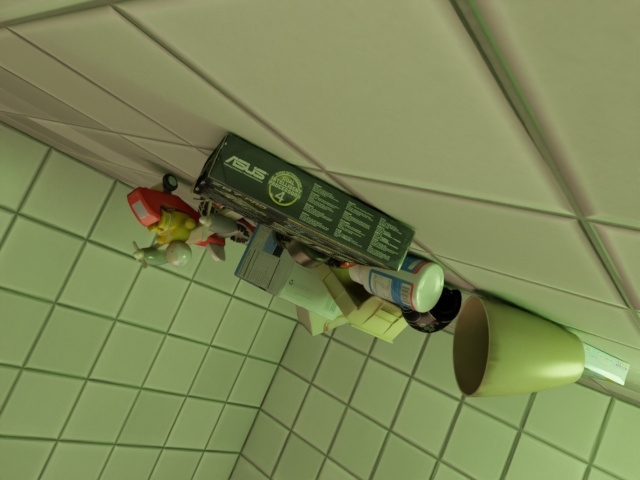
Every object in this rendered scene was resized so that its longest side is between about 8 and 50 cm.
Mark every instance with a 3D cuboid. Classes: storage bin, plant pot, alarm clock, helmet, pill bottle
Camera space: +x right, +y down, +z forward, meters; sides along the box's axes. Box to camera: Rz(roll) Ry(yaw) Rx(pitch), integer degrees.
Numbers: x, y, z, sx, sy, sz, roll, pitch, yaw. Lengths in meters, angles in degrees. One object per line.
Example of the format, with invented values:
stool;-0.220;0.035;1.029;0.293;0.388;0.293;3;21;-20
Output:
storage bin;0.134;0.164;1.611;0.260;0.123;0.262;31;-163;-42
plant pot;0.515;0.284;1.313;0.274;0.256;0.256;7;174;-3
alarm clock;-0.009;0.010;1.281;0.192;0.129;0.064;38;136;-28
helmet;0.312;0.184;1.484;0.169;0.169;0.161;26;156;-14
pill bottle;0.183;0.089;1.273;0.221;0.124;0.124;19;172;42

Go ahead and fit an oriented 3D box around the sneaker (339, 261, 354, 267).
sneaker;0.102;0.038;1.240;0.067;0.064;0.175;29;153;-18

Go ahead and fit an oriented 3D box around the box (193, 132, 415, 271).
box;-0.053;-0.061;1.042;0.395;0.097;0.318;26;175;-16

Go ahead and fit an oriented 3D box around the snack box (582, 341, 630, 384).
snack box;0.766;0.352;1.522;0.174;0.070;0.207;25;172;-10

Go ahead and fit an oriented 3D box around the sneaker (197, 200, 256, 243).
sneaker;-0.373;-0.070;2.056;0.279;0.107;0.118;31;-159;16

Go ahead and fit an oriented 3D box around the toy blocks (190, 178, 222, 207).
toy blocks;-0.306;-0.130;1.538;0.148;0.054;0.123;28;173;-30

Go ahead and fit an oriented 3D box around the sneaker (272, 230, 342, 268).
sneaker;0.000;0.000;1.452;0.267;0.101;0.106;21;-165;17

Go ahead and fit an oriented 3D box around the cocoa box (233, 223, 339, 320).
cocoa box;-0.076;0.099;1.766;0.228;0.231;0.347;20;172;38

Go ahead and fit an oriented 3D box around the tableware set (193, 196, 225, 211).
tableware set;-0.386;-0.127;1.896;0.128;0.039;0.194;21;173;21

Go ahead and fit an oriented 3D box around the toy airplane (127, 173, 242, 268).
toy airplane;-0.464;-0.014;1.770;0.384;0.272;0.386;6;141;-11

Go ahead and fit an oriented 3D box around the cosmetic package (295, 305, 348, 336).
cosmetic package;0.062;0.247;2.022;0.296;0.129;0.153;-17;-154;-20

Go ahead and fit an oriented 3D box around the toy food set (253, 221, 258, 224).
toy food set;-0.218;-0.057;1.950;0.083;0.020;0.082;29;172;-39
